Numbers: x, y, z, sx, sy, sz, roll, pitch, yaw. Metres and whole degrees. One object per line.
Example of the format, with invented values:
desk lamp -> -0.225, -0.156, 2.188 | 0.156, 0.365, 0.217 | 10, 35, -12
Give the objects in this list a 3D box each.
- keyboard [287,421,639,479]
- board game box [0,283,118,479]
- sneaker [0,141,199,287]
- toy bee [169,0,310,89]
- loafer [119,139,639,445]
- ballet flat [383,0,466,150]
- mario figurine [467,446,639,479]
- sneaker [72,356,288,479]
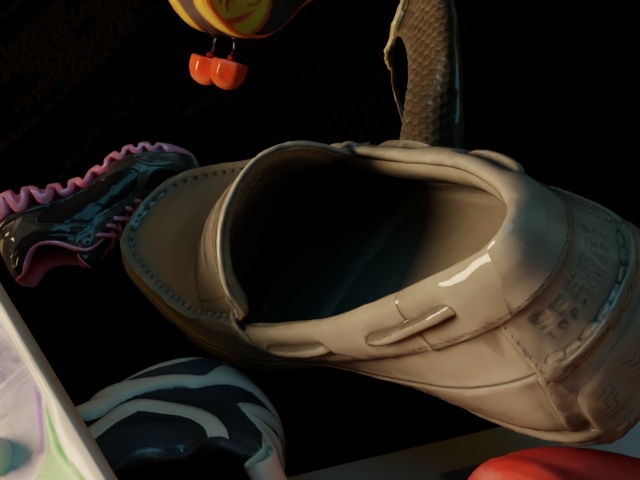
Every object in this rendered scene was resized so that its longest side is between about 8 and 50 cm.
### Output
keyboard -> 0.071, 0.117, 0.526 | 0.256, 0.014, 0.072 | -12, 45, -4
board game box -> -0.280, 0.128, 0.436 | 0.390, 0.050, 0.390 | -42, 54, 2
sneaker -> -0.117, -0.010, 0.635 | 0.119, 0.047, 0.057 | -22, 57, -2
toy bee -> -0.035, -0.176, 0.714 | 0.299, 0.162, 0.195 | -2, 16, -12
loafer -> 0.000, 0.000, 0.496 | 0.319, 0.111, 0.112 | 6, 62, 51
ballet flat -> 0.048, -0.048, 0.626 | 0.058, 0.084, 0.249 | -3, 55, 8
mario figurine -> 0.037, 0.208, 0.408 | 0.320, 0.170, 0.198 | -40, 90, -12
sneaker -> -0.111, 0.124, 0.438 | 0.235, 0.094, 0.153 | -19, 6, -14
